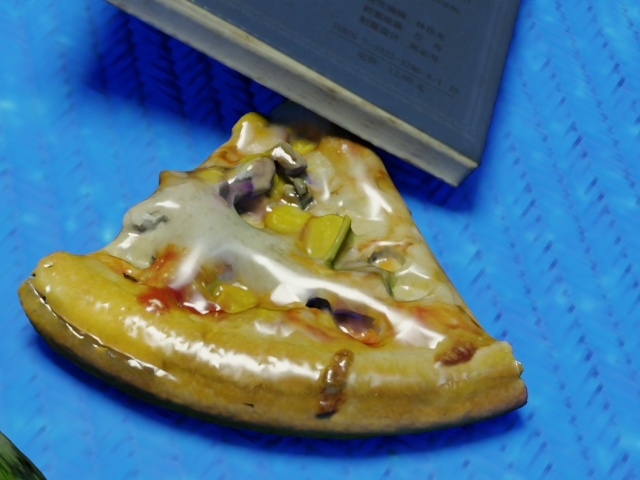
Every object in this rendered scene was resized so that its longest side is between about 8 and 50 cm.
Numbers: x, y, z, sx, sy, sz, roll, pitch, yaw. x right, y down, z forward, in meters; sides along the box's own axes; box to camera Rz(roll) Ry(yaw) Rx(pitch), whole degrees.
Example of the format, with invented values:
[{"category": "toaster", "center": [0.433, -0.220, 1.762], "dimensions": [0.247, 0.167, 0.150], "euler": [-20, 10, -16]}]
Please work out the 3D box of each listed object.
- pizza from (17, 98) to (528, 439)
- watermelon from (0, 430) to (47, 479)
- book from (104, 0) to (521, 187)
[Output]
[{"category": "pizza", "center": [0.000, 0.000, 0.645], "dimensions": [0.184, 0.036, 0.176], "euler": [19, 53, 6]}, {"category": "watermelon", "center": [-0.178, 0.112, 0.406], "dimensions": [0.269, 0.269, 0.269], "euler": [4, 53, -5]}, {"category": "book", "center": [0.007, -0.163, 0.731], "dimensions": [0.191, 0.025, 0.269], "euler": [28, 49, -12]}]
